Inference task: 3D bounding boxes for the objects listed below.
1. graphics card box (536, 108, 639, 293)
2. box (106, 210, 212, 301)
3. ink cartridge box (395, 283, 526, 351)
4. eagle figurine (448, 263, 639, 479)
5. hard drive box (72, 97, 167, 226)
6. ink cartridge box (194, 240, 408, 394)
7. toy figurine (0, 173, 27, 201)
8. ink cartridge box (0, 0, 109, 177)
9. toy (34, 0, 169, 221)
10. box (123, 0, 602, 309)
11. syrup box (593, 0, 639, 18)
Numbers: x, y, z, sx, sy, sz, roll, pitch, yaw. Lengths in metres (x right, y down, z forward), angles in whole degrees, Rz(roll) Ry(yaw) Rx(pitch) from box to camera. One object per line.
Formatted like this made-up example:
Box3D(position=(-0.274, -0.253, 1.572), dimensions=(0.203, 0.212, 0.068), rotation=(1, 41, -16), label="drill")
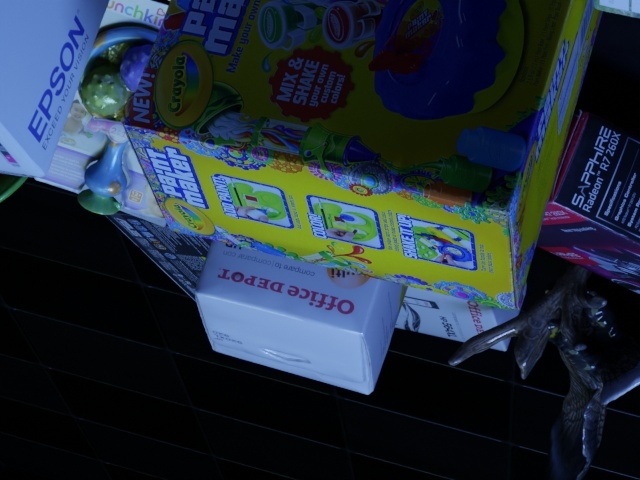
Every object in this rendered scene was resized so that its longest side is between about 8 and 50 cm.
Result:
Box3D(position=(0.331, 0.003, 1.733), dimensions=(0.371, 0.094, 0.233), rotation=(23, 173, -15), label="graphics card box")
Box3D(position=(-0.091, 0.013, 2.213), dimensions=(0.216, 0.060, 0.270), rotation=(5, 155, 29), label="box")
Box3D(position=(0.107, 0.037, 2.070), dimensions=(0.203, 0.086, 0.148), rotation=(12, 157, 19), label="ink cartridge box")
Box3D(position=(0.297, 0.138, 2.039), dimensions=(0.226, 0.225, 0.298), rotation=(-10, 137, 25), label="eagle figurine")
Box3D(position=(-0.209, -0.118, 1.948), dimensions=(0.181, 0.089, 0.232), rotation=(21, 159, -6), label="hard drive box")
Box3D(position=(0.000, 0.000, 1.866), dimensions=(0.171, 0.233, 0.168), rotation=(14, 158, 11), label="ink cartridge box")
Box3D(position=(-0.399, -0.133, 2.066), dimensions=(0.159, 0.130, 0.173), rotation=(58, -175, -32), label="toy figurine")
Box3D(position=(-0.219, -0.259, 1.291), dimensions=(0.071, 0.324, 0.330), rotation=(9, 157, 20), label="ink cartridge box")
Box3D(position=(-0.178, -0.122, 1.787), dimensions=(0.137, 0.056, 0.237), rotation=(18, 124, -4), label="toy")
Box3D(position=(0.045, -0.138, 1.416), dimensions=(0.279, 0.290, 0.177), rotation=(12, 158, 13), label="box")
Box3D(position=(0.310, -0.197, 1.321), dimensions=(0.237, 0.096, 0.093), rotation=(13, 160, 14), label="syrup box")
